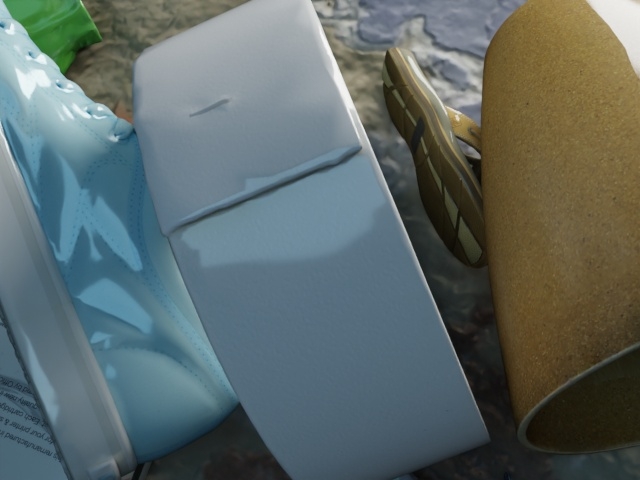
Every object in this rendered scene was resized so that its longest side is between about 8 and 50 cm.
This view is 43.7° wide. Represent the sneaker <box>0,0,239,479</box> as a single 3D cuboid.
[{"bbox_3d":[-0.153,-0.036,0.513,0.150,0.135,0.366,-20,80,-24],"label":"sneaker"}]

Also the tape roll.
[{"bbox_3d":[0.000,0.000,0.470,0.100,0.286,0.286,-22,74,6],"label":"tape roll"}]

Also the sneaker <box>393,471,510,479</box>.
[{"bbox_3d":[0.099,0.176,0.541,0.069,0.038,0.098,-42,82,-2],"label":"sneaker"}]

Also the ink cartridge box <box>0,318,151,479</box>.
[{"bbox_3d":[-0.191,0.111,0.587,0.153,0.087,0.209,19,80,14],"label":"ink cartridge box"}]

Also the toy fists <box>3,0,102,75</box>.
[{"bbox_3d":[-0.307,-0.242,0.669,0.142,0.096,0.279,-30,92,-8],"label":"toy fists"}]

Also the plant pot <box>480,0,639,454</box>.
[{"bbox_3d":[0.193,-0.032,0.485,0.237,0.237,0.254,-19,60,7],"label":"plant pot"}]

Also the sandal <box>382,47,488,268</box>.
[{"bbox_3d":[0.095,-0.068,0.587,0.049,0.072,0.180,-15,69,-14],"label":"sandal"}]
